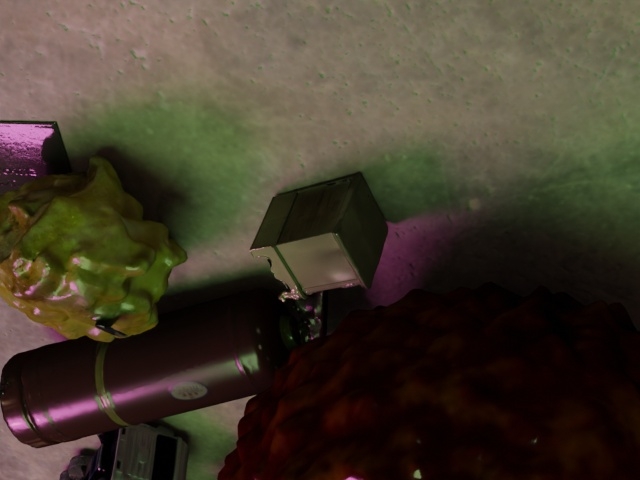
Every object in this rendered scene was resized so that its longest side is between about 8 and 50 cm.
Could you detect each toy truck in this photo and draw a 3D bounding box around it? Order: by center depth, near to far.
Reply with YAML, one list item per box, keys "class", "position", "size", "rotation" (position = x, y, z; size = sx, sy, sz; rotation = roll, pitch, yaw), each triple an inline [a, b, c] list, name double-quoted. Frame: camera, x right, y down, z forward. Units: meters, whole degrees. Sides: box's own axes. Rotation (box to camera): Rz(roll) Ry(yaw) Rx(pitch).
- class: "toy truck"
  position: [-0.230, 0.298, 1.171]
  size: [0.124, 0.114, 0.253]
  rotation: [19, 135, -21]

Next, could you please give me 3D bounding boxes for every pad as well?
- class: "pad"
  position: [-0.306, -0.055, 0.940]
  size: [0.190, 0.004, 0.127]
  rotation: [2, 132, 13]

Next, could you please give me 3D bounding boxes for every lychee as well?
- class: "lychee"
  position: [0.103, 0.246, 0.813]
  size: [0.500, 0.424, 0.425]
  rotation: [-21, 130, -9]

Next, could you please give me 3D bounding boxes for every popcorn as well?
- class: "popcorn"
  position: [-0.194, 0.018, 0.875]
  size: [0.173, 0.142, 0.173]
  rotation: [18, 138, 17]

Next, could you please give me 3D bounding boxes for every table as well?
- class: "table"
  position: [0.000, 0.000, 0.852]
  size: [0.083, 0.079, 0.062]
  rotation: [-12, 125, 27]

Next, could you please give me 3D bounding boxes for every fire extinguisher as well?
- class: "fire extinguisher"
  position: [-0.135, 0.099, 0.968]
  size: [0.341, 0.105, 0.141]
  rotation: [-17, 104, 20]
